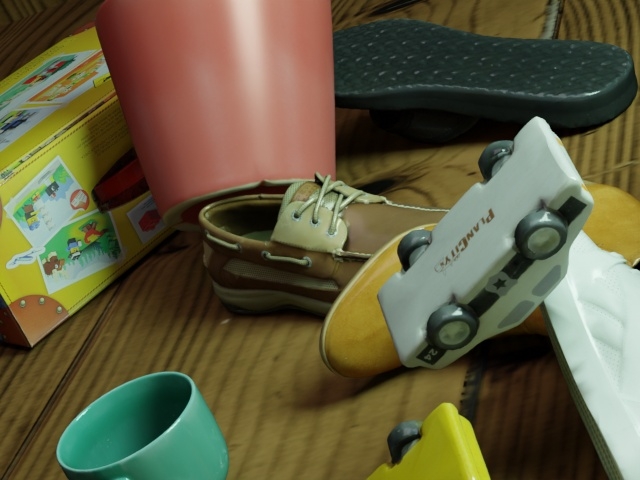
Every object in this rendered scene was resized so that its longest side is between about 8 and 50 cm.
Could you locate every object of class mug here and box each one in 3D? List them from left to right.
[{"bbox_3d":[-0.150,0.195,1.256,0.129,0.097,0.158,2,36,46],"label":"mug"}]

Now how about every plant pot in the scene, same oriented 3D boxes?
[{"bbox_3d":[-0.099,-0.150,1.664,0.275,0.243,0.275,-11,-12,-2],"label":"plant pot"}]

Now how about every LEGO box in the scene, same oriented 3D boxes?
[{"bbox_3d":[-0.325,-0.099,1.927,0.372,0.193,0.500,3,37,49],"label":"LEGO box"}]

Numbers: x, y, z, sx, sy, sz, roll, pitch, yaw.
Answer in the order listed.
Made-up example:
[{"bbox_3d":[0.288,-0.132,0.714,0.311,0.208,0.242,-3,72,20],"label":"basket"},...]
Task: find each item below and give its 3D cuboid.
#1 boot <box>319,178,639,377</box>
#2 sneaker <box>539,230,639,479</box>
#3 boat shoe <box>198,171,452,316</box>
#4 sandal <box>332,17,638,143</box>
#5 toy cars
[{"bbox_3d":[0.156,0.049,1.250,0.295,0.104,0.211,-34,30,-10],"label":"boot"},{"bbox_3d":[0.253,0.064,1.075,0.169,0.108,0.292,-22,45,3],"label":"sneaker"},{"bbox_3d":[0.000,0.000,1.481,0.324,0.120,0.122,-7,30,38],"label":"boat shoe"},{"bbox_3d":[0.150,-0.165,1.727,0.446,0.107,0.167,13,42,38],"label":"sandal"},{"bbox_3d":[0.097,0.109,1.043,0.176,0.087,0.394,2,70,58],"label":"toy cars"}]
